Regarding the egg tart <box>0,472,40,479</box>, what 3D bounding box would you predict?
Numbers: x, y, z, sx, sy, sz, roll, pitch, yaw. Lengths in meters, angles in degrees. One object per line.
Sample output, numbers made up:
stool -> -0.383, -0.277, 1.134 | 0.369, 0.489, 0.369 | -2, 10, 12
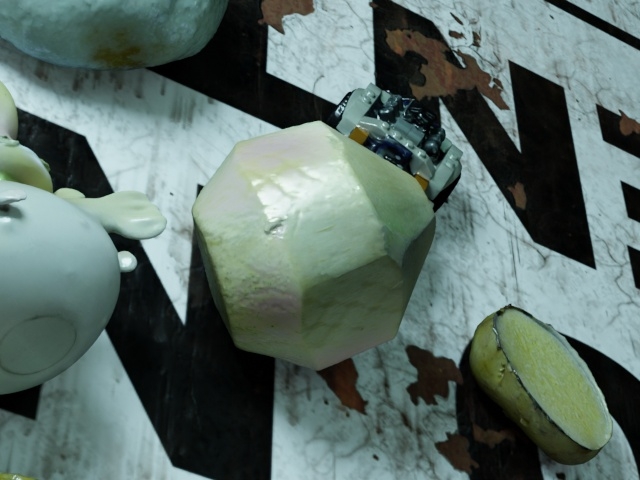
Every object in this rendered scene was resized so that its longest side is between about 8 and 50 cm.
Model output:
egg tart -> -0.235, 0.285, 1.124 | 0.241, 0.106, 0.241 | 22, 46, -25

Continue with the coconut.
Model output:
coconut -> 0.000, 0.000, 1.482 | 0.259, 0.259, 0.259 | 23, 42, -22

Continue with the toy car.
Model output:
toy car -> 0.071, -0.090, 1.732 | 0.193, 0.118, 0.301 | 37, 37, -1

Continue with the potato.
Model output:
potato -> 0.244, 0.175, 1.648 | 0.200, 0.081, 0.164 | 50, 31, 7

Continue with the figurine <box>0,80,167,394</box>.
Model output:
figurine -> -0.291, -0.039, 1.332 | 0.274, 0.226, 0.394 | -5, 42, -27

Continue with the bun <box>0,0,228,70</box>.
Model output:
bun -> -0.256, -0.346, 1.626 | 0.362, 0.211, 0.362 | 21, 42, -20
